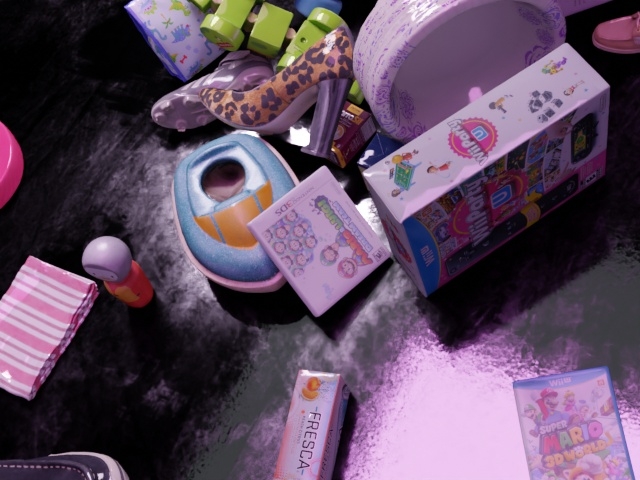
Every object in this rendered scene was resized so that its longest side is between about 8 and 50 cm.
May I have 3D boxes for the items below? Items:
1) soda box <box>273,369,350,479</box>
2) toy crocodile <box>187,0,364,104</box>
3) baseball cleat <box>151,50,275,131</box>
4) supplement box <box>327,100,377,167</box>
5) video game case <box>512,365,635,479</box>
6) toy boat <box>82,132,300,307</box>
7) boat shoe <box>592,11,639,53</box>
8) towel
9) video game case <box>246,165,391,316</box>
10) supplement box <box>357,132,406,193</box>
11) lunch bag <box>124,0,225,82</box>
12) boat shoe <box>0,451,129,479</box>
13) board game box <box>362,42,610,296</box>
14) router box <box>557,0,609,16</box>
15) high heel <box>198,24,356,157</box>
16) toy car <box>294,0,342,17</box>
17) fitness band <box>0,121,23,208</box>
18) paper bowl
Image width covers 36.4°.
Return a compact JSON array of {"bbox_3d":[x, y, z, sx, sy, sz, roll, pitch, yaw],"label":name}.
[{"bbox_3d":[-0.013,0.259,1.225,0.058,0.063,0.183,5,64,18],"label":"soda box"},{"bbox_3d":[-0.070,-0.318,1.499,0.341,0.105,0.115,27,81,-4],"label":"toy crocodile"},{"bbox_3d":[-0.172,-0.242,1.564,0.206,0.072,0.109,-14,44,3],"label":"baseball cleat"},{"bbox_3d":[0.036,-0.159,1.460,0.055,0.043,0.083,32,73,30],"label":"supplement box"},{"bbox_3d":[0.304,0.239,1.172,0.119,0.015,0.166,-11,59,10],"label":"video game case"},{"bbox_3d":[-0.173,-0.014,1.377,0.318,0.148,0.267,-30,58,-2],"label":"toy boat"},{"bbox_3d":[0.480,-0.312,1.406,0.170,0.059,0.063,-3,61,15],"label":"boat shoe"},{"bbox_3d":[-0.433,0.125,1.445,0.144,0.029,0.197,19,68,26],"label":"towel"},{"bbox_3d":[0.000,0.000,1.325,0.143,0.019,0.157,-39,96,-23],"label":"video game case"},{"bbox_3d":[0.108,-0.095,1.378,0.083,0.083,0.056,25,71,27],"label":"supplement box"},{"bbox_3d":[-0.226,-0.356,1.580,0.129,0.151,0.096,-41,32,-8],"label":"lunch bag"},{"bbox_3d":[-0.473,0.365,1.220,0.500,0.156,0.186,-13,55,16],"label":"boat shoe"},{"bbox_3d":[0.221,-0.084,1.258,0.303,0.224,0.097,-33,60,-3],"label":"board game box"},{"bbox_3d":[0.333,-0.458,1.369,0.301,0.335,0.082,-19,57,6],"label":"router box"},{"bbox_3d":[-0.063,-0.245,1.432,0.261,0.093,0.186,23,103,30],"label":"high heel"},{"bbox_3d":[-0.023,-0.509,1.600,0.210,0.219,0.238,19,24,-16],"label":"toy car"},{"bbox_3d":[-0.630,-0.091,1.615,0.291,0.054,0.209,-34,60,-3],"label":"fitness band"},{"bbox_3d":[0.180,-0.276,1.341,0.284,0.284,0.148,-25,57,2],"label":"paper bowl"}]
